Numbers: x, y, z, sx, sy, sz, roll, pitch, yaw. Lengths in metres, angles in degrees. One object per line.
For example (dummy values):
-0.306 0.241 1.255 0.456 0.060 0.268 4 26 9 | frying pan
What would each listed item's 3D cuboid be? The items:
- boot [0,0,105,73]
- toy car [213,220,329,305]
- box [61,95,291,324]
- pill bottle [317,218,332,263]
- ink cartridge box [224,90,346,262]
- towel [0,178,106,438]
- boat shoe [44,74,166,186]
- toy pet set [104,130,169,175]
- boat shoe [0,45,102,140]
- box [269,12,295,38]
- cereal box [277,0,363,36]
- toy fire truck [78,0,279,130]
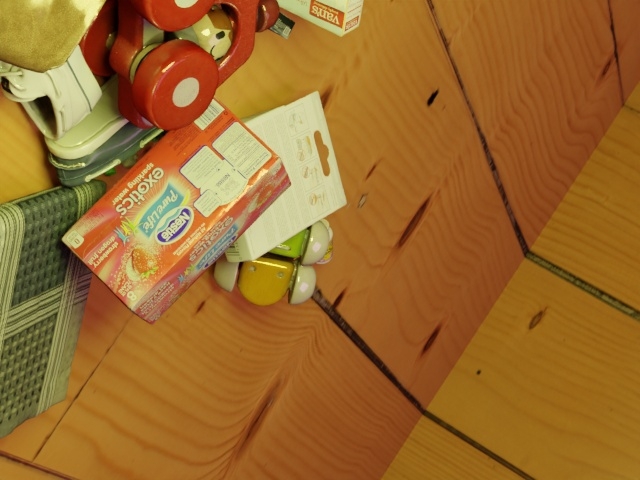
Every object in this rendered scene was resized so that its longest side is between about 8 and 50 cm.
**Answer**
-0.231 -0.303 1.247 0.305 0.115 0.112 -64 -171 -2 | boot
-0.076 0.006 2.034 0.136 0.159 0.182 -89 -165 -59 | toy car
-0.171 -0.036 1.591 0.257 0.128 0.122 -46 166 -6 | box
0.000 0.000 2.267 0.043 0.043 0.083 -45 152 -30 | pill bottle
-0.069 -0.096 1.905 0.232 0.066 0.189 -34 115 -49 | ink cartridge box
-0.371 0.094 1.564 0.312 0.056 0.324 -33 139 -68 | towel
-0.222 -0.152 1.591 0.254 0.095 0.079 -43 150 -30 | boat shoe
-0.224 -0.128 1.678 0.114 0.065 0.122 -20 167 23 | toy pet set
-0.307 -0.186 1.387 0.084 0.095 0.258 -58 156 -14 | boat shoe
-0.100 -0.304 1.656 0.027 0.094 0.137 -61 157 4 | box
-0.013 -0.395 1.625 0.047 0.173 0.240 -37 149 -42 | cereal box
-0.139 -0.277 1.459 0.253 0.169 0.302 -27 139 -33 | toy fire truck
